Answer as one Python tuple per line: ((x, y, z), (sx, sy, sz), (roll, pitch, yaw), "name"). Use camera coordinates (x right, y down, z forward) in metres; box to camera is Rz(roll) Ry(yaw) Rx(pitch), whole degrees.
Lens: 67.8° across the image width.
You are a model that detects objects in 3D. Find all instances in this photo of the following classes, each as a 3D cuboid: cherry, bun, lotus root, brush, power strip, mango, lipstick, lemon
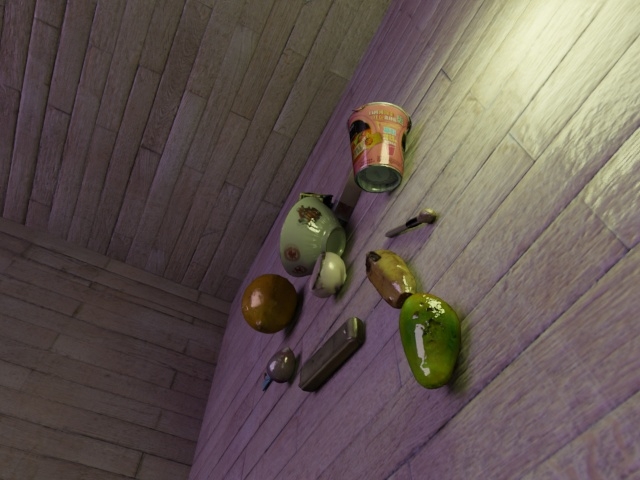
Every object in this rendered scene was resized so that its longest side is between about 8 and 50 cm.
((-0.163, 0.497, 1.923), (0.188, 0.115, 0.148), (177, 96, -80), "cherry")
((0.034, 0.131, 1.753), (0.173, 0.120, 0.173), (-161, 90, -82), "bun")
((0.191, 0.104, 1.278), (0.258, 0.097, 0.110), (-117, 44, -62), "lotus root")
((0.255, -0.041, 1.398), (0.299, 0.042, 0.039), (141, 148, -69), "brush")
((0.024, 0.382, 1.522), (0.387, 0.066, 0.092), (-53, 21, 38), "power strip")
((0.225, 0.198, 0.967), (0.233, 0.111, 0.125), (-90, 23, -55), "mango")
((0.148, -0.265, 2.040), (0.371, 0.079, 0.076), (-66, 13, 1), "lipstick")
((-0.238, 0.295, 2.207), (0.258, 0.258, 0.310), (-54, 16, 41), "lemon")

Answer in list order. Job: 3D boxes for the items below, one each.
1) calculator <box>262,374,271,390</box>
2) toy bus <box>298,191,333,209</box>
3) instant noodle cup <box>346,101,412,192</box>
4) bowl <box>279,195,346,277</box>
((-0.224, 0.612, 2.152), (0.172, 0.018, 0.057), (-58, 15, 32), "calculator")
((-0.033, -0.080, 2.117), (0.128, 0.150, 0.262), (-18, -62, -67), "toy bus")
((0.203, -0.313, 1.664), (0.244, 0.244, 0.255), (133, 147, -54), "instant noodle cup")
((0.000, 0.000, 1.893), (0.157, 0.337, 0.337), (12, 76, 34), "bowl")
